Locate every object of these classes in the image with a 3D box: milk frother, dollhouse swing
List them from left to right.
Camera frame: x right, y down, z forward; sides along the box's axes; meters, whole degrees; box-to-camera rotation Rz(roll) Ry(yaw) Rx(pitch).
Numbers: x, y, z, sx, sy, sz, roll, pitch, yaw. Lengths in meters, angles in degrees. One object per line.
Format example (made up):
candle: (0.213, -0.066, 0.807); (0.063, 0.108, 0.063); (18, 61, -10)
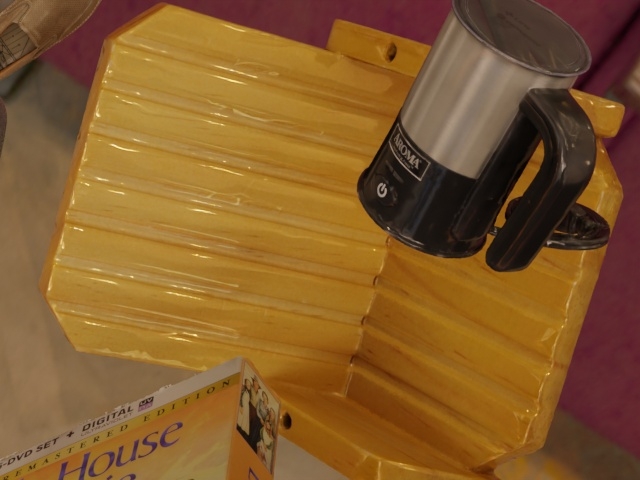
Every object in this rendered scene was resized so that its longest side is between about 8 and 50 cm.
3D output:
dollhouse swing: (0.000, 0.000, 1.233); (0.305, 0.315, 0.347); (11, 100, -40)
milk frother: (0.117, -0.059, 0.885); (0.129, 0.135, 0.143); (43, 37, 21)

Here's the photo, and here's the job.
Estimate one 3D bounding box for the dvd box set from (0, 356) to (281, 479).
dvd box set: (-0.179, 0.272, 1.013); (0.062, 0.307, 0.420); (57, 19, -26)

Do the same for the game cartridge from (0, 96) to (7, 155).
game cartridge: (-0.229, 0.046, 0.857); (0.062, 0.198, 0.297); (12, 88, -4)

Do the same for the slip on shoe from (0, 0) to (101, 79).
slip on shoe: (-0.219, -0.165, 1.184); (0.135, 0.041, 0.051); (-32, 122, 5)
